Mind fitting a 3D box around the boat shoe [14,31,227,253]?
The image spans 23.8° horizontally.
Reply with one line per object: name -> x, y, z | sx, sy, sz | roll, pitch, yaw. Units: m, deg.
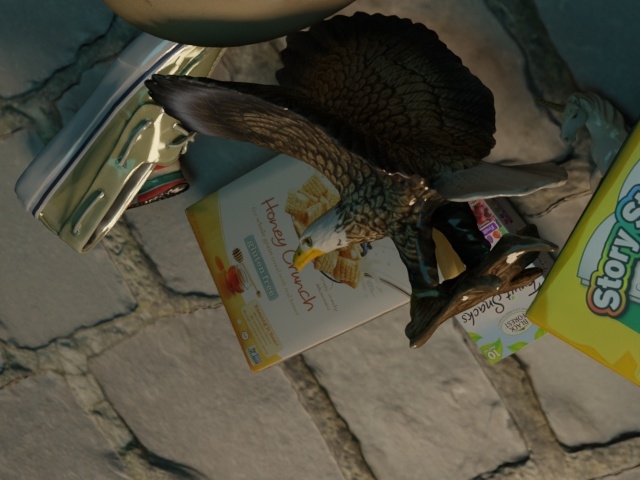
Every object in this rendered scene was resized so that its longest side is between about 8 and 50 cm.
boat shoe -> -0.157, -0.110, 1.379 | 0.094, 0.109, 0.302 | 46, 118, 2

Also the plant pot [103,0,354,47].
plant pot -> -0.090, -0.262, 1.194 | 0.284, 0.284, 0.191 | 46, 143, -2

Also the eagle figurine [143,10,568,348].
eagle figurine -> 0.034, -0.065, 1.186 | 0.225, 0.226, 0.298 | -34, 81, -1

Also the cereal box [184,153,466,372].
cereal box -> 0.000, 0.000, 1.381 | 0.240, 0.047, 0.173 | -29, 81, 36

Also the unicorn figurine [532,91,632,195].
unicorn figurine -> 0.253, -0.064, 1.246 | 0.162, 0.060, 0.111 | 4, 109, 9

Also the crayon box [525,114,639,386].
crayon box -> 0.377, -0.021, 1.128 | 0.313, 0.106, 0.363 | 32, 112, 10

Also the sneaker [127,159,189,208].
sneaker -> -0.201, -0.065, 1.480 | 0.161, 0.057, 0.075 | -14, 92, 33

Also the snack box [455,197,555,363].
snack box -> 0.152, 0.028, 1.353 | 0.100, 0.037, 0.141 | -34, 96, 37
